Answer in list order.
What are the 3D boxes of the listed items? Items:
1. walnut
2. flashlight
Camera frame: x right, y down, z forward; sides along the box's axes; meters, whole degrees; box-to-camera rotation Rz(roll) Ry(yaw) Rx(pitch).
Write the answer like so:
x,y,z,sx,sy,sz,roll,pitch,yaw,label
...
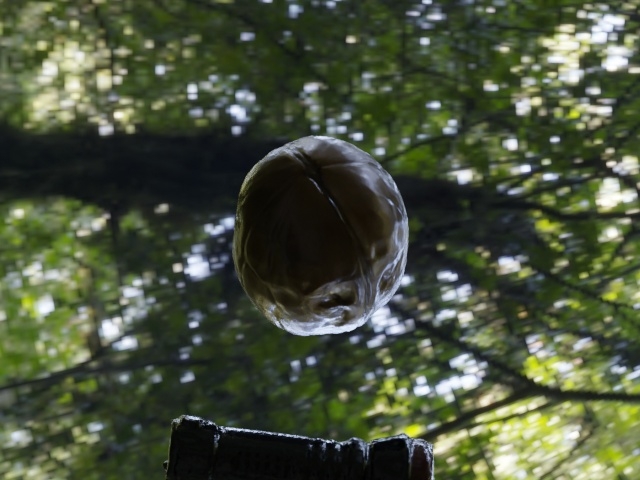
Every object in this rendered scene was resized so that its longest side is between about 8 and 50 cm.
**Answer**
x,y,z,sx,sy,sz,roll,pitch,yaw,label
0.000,0.000,1.583,0.167,0.167,0.207,31,-32,26,walnut
-0.020,0.201,1.477,0.232,0.093,0.093,6,-80,-5,flashlight
